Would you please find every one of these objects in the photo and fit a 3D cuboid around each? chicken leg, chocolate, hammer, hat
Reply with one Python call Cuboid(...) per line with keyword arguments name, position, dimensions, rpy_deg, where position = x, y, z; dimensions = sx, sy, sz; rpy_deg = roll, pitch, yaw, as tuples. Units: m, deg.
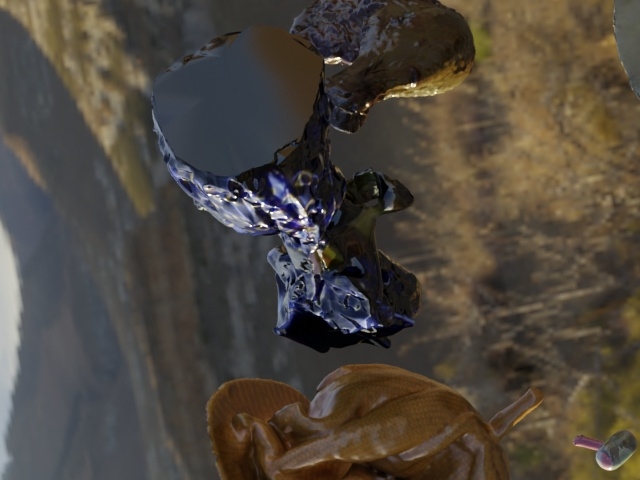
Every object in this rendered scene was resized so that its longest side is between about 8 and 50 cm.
Cuboid(name="chicken leg", position=(0.049, -0.178, 1.325), dimensions=(0.322, 0.177, 0.083), rpy_deg=(-120, 22, -62))
Cuboid(name="chocolate", position=(0.001, 0.000, 1.064), dimensions=(0.343, 0.148, 0.126), rpy_deg=(60, -166, -50))
Cuboid(name="hammer", position=(0.320, 0.235, 1.696), dimensions=(0.083, 0.052, 0.031), rpy_deg=(7, 126, 57))
Cuboid(name="hat", position=(0.073, 0.162, 1.209), dimensions=(0.244, 0.233, 0.233), rpy_deg=(55, -157, -22))

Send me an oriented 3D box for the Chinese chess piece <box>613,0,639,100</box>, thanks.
Cuboid(name="Chinese chess piece", position=(0.377, -0.197, 1.290), dimensions=(0.250, 0.103, 0.250), rpy_deg=(15, 117, 31))
